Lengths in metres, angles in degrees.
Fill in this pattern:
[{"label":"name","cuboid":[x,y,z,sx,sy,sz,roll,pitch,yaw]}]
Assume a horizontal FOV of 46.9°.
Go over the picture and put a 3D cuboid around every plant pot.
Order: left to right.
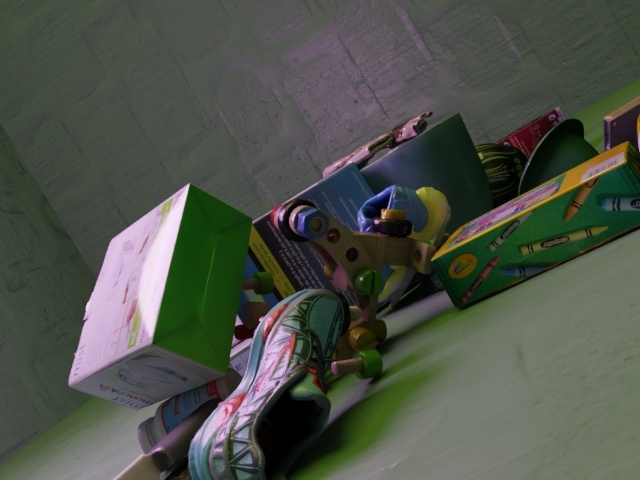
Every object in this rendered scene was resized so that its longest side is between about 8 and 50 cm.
[{"label":"plant pot","cuboid":[0.210,-0.082,1.496,0.293,0.235,0.293,-31,3,2]}]

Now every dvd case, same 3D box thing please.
[{"label":"dvd case","cuboid":[0.523,-0.182,1.109,0.221,0.018,0.164,-32,-39,-2]}]

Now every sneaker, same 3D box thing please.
[{"label":"sneaker","cuboid":[-0.022,0.159,0.773,0.125,0.104,0.261,-11,41,46]},{"label":"sneaker","cuboid":[0.094,-0.001,1.183,0.240,0.126,0.091,-58,26,29]}]

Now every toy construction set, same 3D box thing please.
[{"label":"toy construction set","cuboid":[0.033,0.077,1.069,0.237,0.257,0.309,-5,-14,-30]}]

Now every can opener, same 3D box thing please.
[{"label":"can opener","cuboid":[-0.188,0.277,0.883,0.093,0.074,0.280,-31,2,26]}]

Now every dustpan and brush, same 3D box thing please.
[{"label":"dustpan and brush","cuboid":[0.183,0.015,1.241,0.147,0.060,0.211,-41,-35,-35]}]

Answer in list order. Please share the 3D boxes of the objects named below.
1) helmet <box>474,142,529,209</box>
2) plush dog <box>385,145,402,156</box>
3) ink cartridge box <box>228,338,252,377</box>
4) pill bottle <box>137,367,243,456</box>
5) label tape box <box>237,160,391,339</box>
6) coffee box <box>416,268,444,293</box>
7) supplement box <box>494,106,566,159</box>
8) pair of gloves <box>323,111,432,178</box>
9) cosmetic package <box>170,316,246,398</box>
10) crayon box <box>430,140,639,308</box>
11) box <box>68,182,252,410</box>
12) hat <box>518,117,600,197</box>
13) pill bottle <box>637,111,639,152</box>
[{"label":"helmet","cuboid":[0.365,-0.137,1.634,0.162,0.169,0.169,-14,-5,-24]},{"label":"plush dog","cuboid":[0.221,-0.083,1.969,0.225,0.262,0.210,-37,21,46]},{"label":"ink cartridge box","cuboid":[-0.115,0.214,1.443,0.209,0.062,0.109,-32,2,-36]},{"label":"pill bottle","cuboid":[-0.180,0.255,1.063,0.160,0.087,0.087,-31,2,11]},{"label":"label tape box","cuboid":[-0.020,0.052,1.318,0.348,0.249,0.115,-34,3,-25]},{"label":"coffee box","cuboid":[0.255,0.017,1.204,0.184,0.040,0.113,-33,3,-33]},{"label":"supplement box","cuboid":[0.498,-0.206,1.792,0.239,0.130,0.073,-31,3,5]},{"label":"pair of gloves","cuboid":[0.113,-0.184,1.504,0.240,0.042,0.204,-35,8,-41]},{"label":"cosmetic package","cuboid":[-0.241,0.211,1.535,0.238,0.127,0.107,-44,-17,-2]},{"label":"crayon box","cuboid":[0.298,-0.022,0.984,0.278,0.081,0.165,-30,2,28]},{"label":"box","cuboid":[-0.233,0.087,1.079,0.231,0.127,0.261,-29,43,39]},{"label":"hat","cuboid":[0.465,-0.099,1.248,0.173,0.183,0.208,-24,-43,-33]},{"label":"pill bottle","cuboid":[0.470,-0.144,0.949,0.117,0.117,0.215,-30,2,27]}]
